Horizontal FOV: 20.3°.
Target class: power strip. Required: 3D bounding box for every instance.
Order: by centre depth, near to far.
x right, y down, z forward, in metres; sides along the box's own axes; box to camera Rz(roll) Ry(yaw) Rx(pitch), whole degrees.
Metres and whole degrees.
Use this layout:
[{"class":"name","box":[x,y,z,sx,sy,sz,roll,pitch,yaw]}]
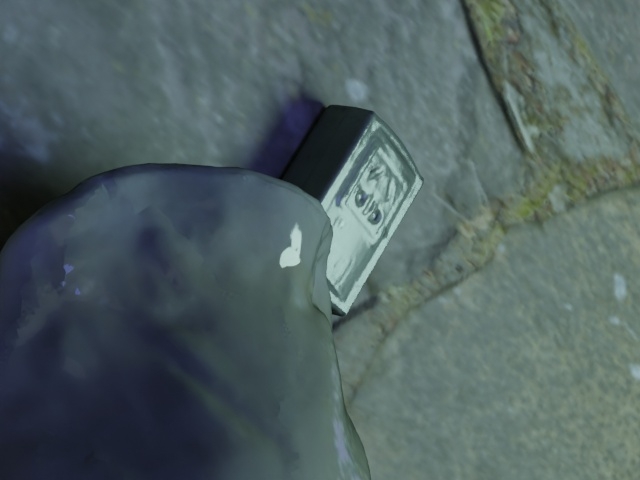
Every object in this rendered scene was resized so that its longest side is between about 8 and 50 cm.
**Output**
[{"class":"power strip","box":[0.000,0.000,1.073,0.075,0.042,0.175,49,63,-43]}]

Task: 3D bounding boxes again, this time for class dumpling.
[{"class":"dumpling","box":[-0.084,0.089,0.892,0.318,0.187,0.243,-17,114,-41]}]
